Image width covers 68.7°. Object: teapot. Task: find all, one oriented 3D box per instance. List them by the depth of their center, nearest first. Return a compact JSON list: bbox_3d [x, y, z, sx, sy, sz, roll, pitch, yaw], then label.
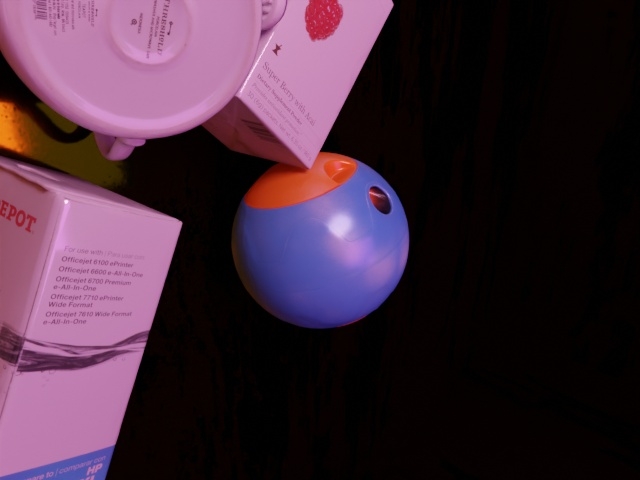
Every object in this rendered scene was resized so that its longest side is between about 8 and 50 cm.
[{"bbox_3d":[-0.193,-0.232,0.458,0.256,0.187,0.252,-41,141,-3],"label":"teapot"}]

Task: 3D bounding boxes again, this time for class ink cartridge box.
[{"bbox_3d":[-0.295,0.085,0.472,0.129,0.223,0.307,13,95,-56],"label":"ink cartridge box"}]

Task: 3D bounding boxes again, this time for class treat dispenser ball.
[{"bbox_3d":[0.000,0.000,0.773,0.288,0.288,0.288,-28,128,-44],"label":"treat dispenser ball"}]

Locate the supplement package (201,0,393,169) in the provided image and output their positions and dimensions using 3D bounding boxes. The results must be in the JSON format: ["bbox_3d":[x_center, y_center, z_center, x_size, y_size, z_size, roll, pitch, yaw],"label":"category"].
[{"bbox_3d":[-0.055,-0.281,0.659,0.177,0.175,0.292,38,75,-53],"label":"supplement package"}]

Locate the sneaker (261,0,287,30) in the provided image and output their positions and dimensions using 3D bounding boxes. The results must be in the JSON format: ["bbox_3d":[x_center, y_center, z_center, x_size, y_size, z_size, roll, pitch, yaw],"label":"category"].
[{"bbox_3d":[-0.084,-0.379,0.547,0.161,0.102,0.282,-28,93,-52],"label":"sneaker"}]
